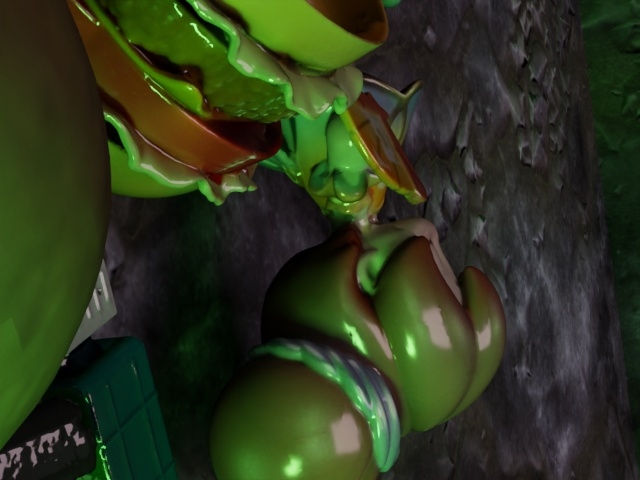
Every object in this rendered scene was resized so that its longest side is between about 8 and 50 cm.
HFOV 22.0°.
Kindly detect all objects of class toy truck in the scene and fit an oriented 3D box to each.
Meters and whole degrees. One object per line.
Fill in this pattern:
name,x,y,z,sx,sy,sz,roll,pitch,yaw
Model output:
toy truck,-0.163,0.112,0.975,0.114,0.124,0.253,-47,129,-65

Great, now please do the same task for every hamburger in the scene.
hamburger,-0.109,-0.148,1.014,0.274,0.212,0.274,45,20,-21

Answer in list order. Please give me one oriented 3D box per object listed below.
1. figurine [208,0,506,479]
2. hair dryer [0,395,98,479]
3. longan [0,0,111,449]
figurine,0.001,0.000,1.241,0.276,0.248,0.388,0,72,-86
hair dryer,-0.207,0.146,0.818,0.251,0.089,0.197,-26,110,-44
longan,-0.250,-0.040,0.555,0.361,0.361,0.361,-6,90,-68
